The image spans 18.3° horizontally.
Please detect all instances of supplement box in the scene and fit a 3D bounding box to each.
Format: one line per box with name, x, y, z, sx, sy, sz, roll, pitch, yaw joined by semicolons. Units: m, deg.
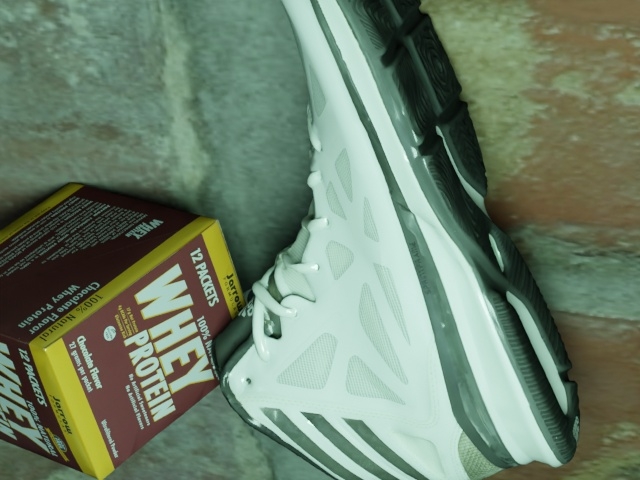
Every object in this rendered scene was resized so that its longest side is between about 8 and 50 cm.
supplement box;-0.191;0.068;1.610;0.194;0.191;0.129;14;131;44

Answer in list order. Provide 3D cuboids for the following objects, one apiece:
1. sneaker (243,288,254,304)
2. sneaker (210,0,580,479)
sneaker;0.052;0.088;1.641;0.226;0.086;0.163;45;119;-2
sneaker;0.000;0.001;1.487;0.257;0.169;0.448;-19;103;20
